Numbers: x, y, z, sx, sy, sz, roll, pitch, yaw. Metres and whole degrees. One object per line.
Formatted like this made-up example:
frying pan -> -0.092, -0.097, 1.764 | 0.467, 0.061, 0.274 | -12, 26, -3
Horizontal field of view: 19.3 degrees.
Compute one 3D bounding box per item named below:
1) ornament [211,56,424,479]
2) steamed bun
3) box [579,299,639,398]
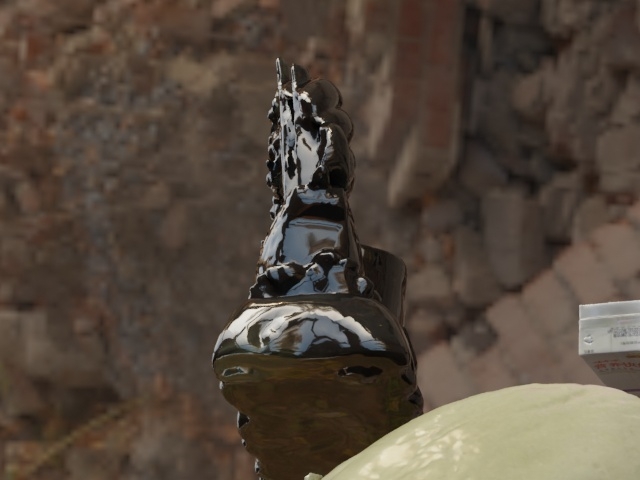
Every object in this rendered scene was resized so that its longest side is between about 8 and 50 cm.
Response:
ornament -> 0.000, 0.000, 1.075 | 0.251, 0.106, 0.260 | 79, -174, -62
steamed bun -> 0.062, 0.156, 0.900 | 0.152, 0.239, 0.170 | 40, 141, 26
box -> 0.203, 0.072, 1.209 | 0.117, 0.051, 0.036 | 45, -136, -61
